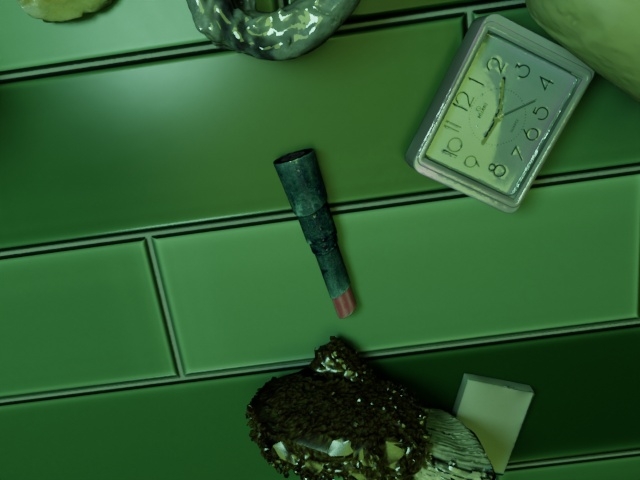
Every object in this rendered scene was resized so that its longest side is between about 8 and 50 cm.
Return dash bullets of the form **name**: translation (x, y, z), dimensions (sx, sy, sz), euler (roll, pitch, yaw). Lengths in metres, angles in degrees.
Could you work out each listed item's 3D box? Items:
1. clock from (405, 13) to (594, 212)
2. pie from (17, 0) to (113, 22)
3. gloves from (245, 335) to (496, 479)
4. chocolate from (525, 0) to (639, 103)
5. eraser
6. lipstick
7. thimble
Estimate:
- **clock**: translation (0.213, -0.149, 0.674), dimensions (0.150, 0.063, 0.197), euler (24, 106, -7)
- **pie**: translation (-0.297, -0.365, 0.612), dimensions (0.185, 0.052, 0.218), euler (-32, 107, 4)
- **gloves**: translation (0.058, 0.243, 0.737), dimensions (0.312, 0.210, 0.135), euler (12, 122, -11)
- **chocolate**: translation (0.335, -0.272, 0.503), dimensions (0.297, 0.314, 0.326), euler (17, 78, -8)
- **eraser**: translation (0.242, 0.273, 0.827), dimensions (0.103, 0.023, 0.150), euler (11, 107, -4)
- **lipstick**: translation (0.000, 0.000, 0.727), dimensions (0.053, 0.053, 0.234), euler (-16, 109, 5)
- **thimble**: translation (-0.046, -0.311, 0.574), dimensions (0.217, 0.157, 0.246), euler (18, 107, -5)
